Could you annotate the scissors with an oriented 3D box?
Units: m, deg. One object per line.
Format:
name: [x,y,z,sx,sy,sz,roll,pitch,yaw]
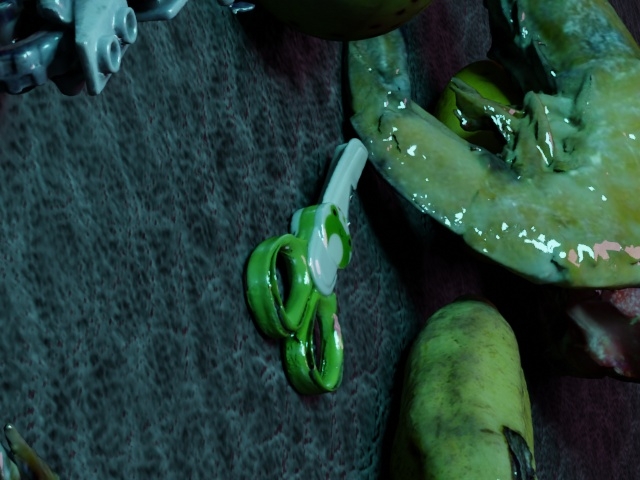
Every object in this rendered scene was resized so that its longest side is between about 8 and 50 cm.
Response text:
scissors: [0.000,0.000,0.995,0.204,0.027,0.101,-74,145,-49]

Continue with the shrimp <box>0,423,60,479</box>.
shrimp: [-0.086,0.209,0.613,0.164,0.062,0.317,-65,138,-54]

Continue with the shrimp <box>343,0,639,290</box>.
shrimp: [0.124,-0.146,1.212,0.272,0.085,0.445,-1,55,-23]

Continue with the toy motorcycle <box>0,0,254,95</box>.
toy motorcycle: [-0.091,-0.121,0.730,0.215,0.122,0.080,-72,157,-53]

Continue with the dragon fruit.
dragon fruit: [0.302,0.015,1.399,0.291,0.269,0.250,68,33,-83]

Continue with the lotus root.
lotus root: [0.096,0.131,1.058,0.258,0.097,0.110,-82,157,-59]

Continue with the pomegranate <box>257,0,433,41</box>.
pomegranate: [0.017,-0.231,0.990,0.210,0.179,0.179,65,24,-22]

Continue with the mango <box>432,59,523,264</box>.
mango: [0.139,-0.065,1.286,0.137,0.098,0.195,55,23,-33]
